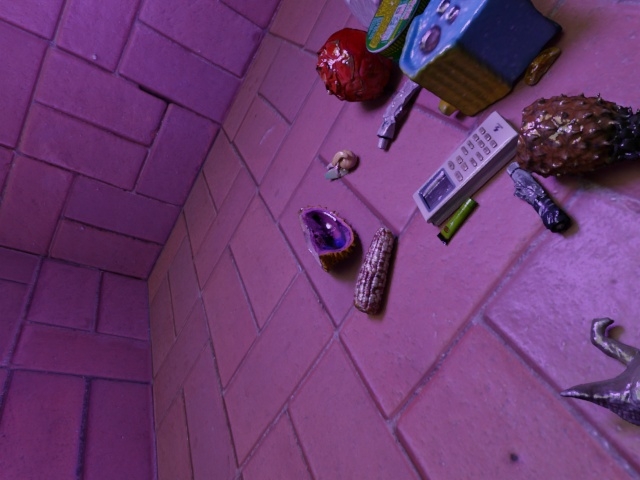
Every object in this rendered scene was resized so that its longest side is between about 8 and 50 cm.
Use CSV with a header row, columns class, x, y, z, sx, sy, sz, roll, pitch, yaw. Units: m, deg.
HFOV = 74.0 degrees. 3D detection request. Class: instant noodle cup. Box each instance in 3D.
class,x,y,z,sx,sy,sz,roll,pitch,yaw
instant noodle cup,0.272,-0.540,1.134,0.207,0.232,0.207,-36,43,44

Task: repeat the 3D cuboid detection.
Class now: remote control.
class,x,y,z,sx,sy,sz,roll,pitch,yaw
remote control,0.338,-0.164,1.002,0.277,0.055,0.103,-48,38,30

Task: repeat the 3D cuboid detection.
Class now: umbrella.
class,x,y,z,sx,sy,sz,roll,pitch,yaw
umbrella,0.423,-0.089,0.845,0.050,0.046,0.188,-32,45,17

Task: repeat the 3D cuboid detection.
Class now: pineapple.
class,x,y,z,sx,sy,sz,roll,pitch,yaw
pineapple,0.488,-0.171,0.720,0.278,0.157,0.158,19,89,47

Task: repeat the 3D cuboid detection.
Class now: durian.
class,x,y,z,sx,sy,sz,roll,pitch,yaw
durian,0.011,0.004,1.334,0.187,0.153,0.261,111,149,-46

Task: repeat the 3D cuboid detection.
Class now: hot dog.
class,x,y,z,sx,sy,sz,roll,pitch,yaw
hot dog,0.481,-0.387,0.932,0.090,0.034,0.030,-55,36,22

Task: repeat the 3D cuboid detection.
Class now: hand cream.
class,x,y,z,sx,sy,sz,roll,pitch,yaw
hand cream,0.320,-0.046,0.999,0.122,0.023,0.036,-58,38,25
hand cream,0.236,-0.396,1.289,0.257,0.050,0.084,-62,31,7

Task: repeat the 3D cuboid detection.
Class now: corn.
class,x,y,z,sx,sy,sz,roll,pitch,yaw
corn,0.148,0.080,1.141,0.079,0.079,0.237,5,74,56

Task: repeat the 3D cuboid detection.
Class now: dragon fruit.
class,x,y,z,sx,sy,sz,roll,pitch,yaw
dragon fruit,0.110,-0.561,1.376,0.241,0.252,0.241,-171,90,-88

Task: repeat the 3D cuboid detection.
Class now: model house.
class,x,y,z,sx,sy,sz,roll,pitch,yaw
model house,0.345,-0.445,0.982,0.303,0.237,0.216,-55,37,27

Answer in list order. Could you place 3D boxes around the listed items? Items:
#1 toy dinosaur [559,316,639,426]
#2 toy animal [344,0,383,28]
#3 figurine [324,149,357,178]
class,x,y,z,sx,sy,sz,roll,pitch,yaw
toy dinosaur,0.491,0.182,0.573,0.294,0.077,0.162,-13,63,52
toy animal,0.202,-0.859,1.461,0.308,0.188,0.266,90,160,-86
figurine,0.059,-0.261,1.455,0.187,0.083,0.083,-12,63,64
